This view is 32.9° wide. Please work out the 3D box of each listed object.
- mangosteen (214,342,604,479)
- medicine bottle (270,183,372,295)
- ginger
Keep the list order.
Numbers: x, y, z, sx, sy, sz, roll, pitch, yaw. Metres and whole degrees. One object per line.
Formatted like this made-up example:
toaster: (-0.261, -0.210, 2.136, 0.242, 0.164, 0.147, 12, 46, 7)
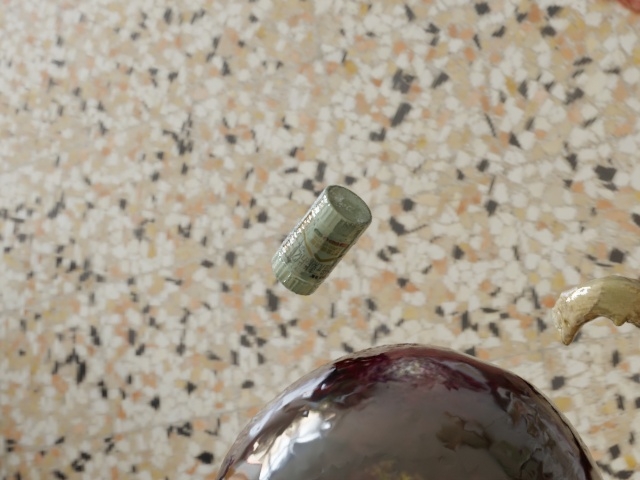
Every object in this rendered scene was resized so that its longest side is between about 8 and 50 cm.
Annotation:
mangosteen: (0.045, 0.218, 0.724, 0.297, 0.293, 0.297, 6, 98, 49)
medicine bottle: (0.000, 0.000, 0.853, 0.047, 0.047, 0.083, 53, 124, 22)
ginger: (0.325, 0.093, 0.923, 0.288, 0.089, 0.075, 17, 132, 31)
